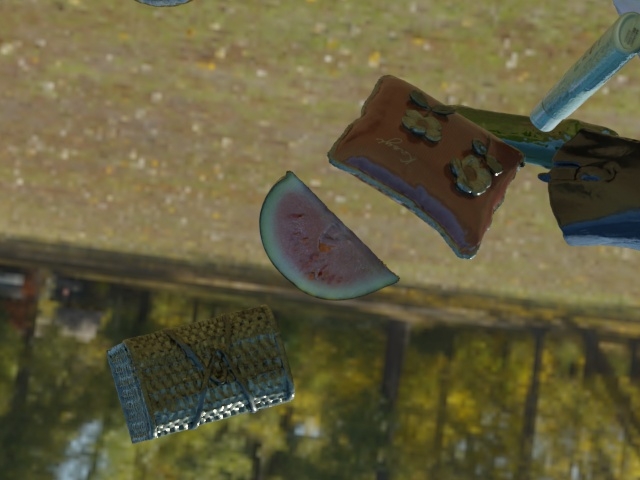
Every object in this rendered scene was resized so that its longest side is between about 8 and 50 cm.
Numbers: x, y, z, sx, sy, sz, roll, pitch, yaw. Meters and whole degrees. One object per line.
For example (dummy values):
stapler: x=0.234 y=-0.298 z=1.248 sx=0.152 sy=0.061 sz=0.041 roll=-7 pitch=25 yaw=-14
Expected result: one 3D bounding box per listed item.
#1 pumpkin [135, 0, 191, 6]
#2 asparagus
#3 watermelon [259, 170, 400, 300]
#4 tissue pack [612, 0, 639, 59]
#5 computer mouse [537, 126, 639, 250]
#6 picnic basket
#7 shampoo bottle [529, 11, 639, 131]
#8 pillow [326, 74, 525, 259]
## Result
pumpkin: x=-0.219 y=-0.427 z=1.977 sx=0.219 sy=0.162 sz=0.219 roll=11 pitch=148 yaw=7
asparagus: x=0.269 y=-0.145 z=2.033 sx=0.343 sy=0.082 sz=0.085 roll=14 pitch=178 yaw=20
watermelon: x=-0.004 y=-0.002 z=1.479 sx=0.163 sy=0.087 sz=0.069 roll=46 pitch=-161 yaw=-17
tissue pack: x=0.474 y=-0.245 z=1.650 sx=0.225 sy=0.124 sz=0.185 roll=21 pitch=160 yaw=43
computer mouse: x=0.376 y=-0.052 z=1.623 sx=0.264 sy=0.147 sz=0.088 roll=10 pitch=156 yaw=7
picnic basket: x=-0.150 y=0.169 z=1.821 sx=0.196 sy=0.134 sz=0.154 roll=-13 pitch=177 yaw=-21
shampoo bottle: x=0.303 y=-0.187 z=1.654 sx=0.041 sy=0.069 sz=0.190 roll=30 pitch=145 yaw=-8
pillow: x=0.112 y=-0.085 z=1.461 sx=0.179 sy=0.171 sz=0.075 roll=33 pitch=136 yaw=-1
